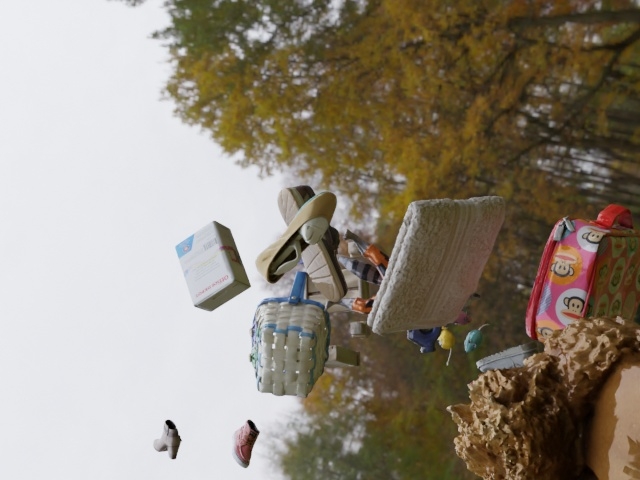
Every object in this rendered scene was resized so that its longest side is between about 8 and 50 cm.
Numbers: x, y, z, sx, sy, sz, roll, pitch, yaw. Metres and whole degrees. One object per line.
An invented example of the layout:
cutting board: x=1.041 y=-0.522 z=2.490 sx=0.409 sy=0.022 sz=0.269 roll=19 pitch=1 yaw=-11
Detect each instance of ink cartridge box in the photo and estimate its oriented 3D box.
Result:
ink cartridge box: x=-0.179 y=0.044 z=1.320 sx=0.052 sy=0.088 sz=0.122 roll=32 pitch=-150 yaw=-55

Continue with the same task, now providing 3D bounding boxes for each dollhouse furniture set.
dollhouse furniture set: x=0.020 y=0.205 z=2.440 sx=0.174 sy=0.303 sz=0.355 roll=32 pitch=-125 yaw=-61

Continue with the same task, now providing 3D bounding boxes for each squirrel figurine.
squirrel figurine: x=0.349 y=0.306 z=0.965 sx=0.370 sy=0.397 sz=0.281 roll=-55 pitch=-30 yaw=10

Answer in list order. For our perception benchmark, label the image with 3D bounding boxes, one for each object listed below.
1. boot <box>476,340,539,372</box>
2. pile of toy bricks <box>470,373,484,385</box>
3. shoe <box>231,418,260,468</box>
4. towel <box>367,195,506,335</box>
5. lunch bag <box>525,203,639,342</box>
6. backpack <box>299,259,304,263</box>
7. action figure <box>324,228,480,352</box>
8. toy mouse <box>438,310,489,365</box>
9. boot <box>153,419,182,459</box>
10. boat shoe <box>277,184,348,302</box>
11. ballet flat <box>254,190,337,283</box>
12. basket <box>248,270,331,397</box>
boot: x=0.428 y=0.333 z=1.694 sx=0.076 sy=0.189 sz=0.208 roll=-13 pitch=-102 yaw=-30
pile of toy bricks: x=0.372 y=0.324 z=1.466 sx=0.212 sy=0.105 sz=0.118 roll=64 pitch=-167 yaw=24
shoe: x=-0.235 y=0.640 z=2.524 sx=0.081 sy=0.063 sz=0.178 roll=-50 pitch=20 yaw=9
towel: x=0.197 y=0.048 z=1.369 sx=0.187 sy=0.049 sz=0.282 roll=-5 pitch=-51 yaw=-27
lunch bag: x=0.482 y=0.062 z=1.393 sx=0.293 sy=0.120 sz=0.258 roll=4 pitch=-79 yaw=-52
backpack: x=-0.036 y=0.014 z=2.083 sx=0.101 sy=0.120 sz=0.098 roll=-13 pitch=-82 yaw=-36
action figure: x=0.205 y=0.062 z=1.809 sx=0.178 sy=0.330 sz=0.341 roll=-54 pitch=-22 yaw=-84
toy mouse: x=0.353 y=0.215 z=1.946 sx=0.031 sy=0.143 sz=0.161 roll=99 pitch=158 yaw=-55
boot: x=-0.382 y=0.488 z=1.982 sx=0.042 sy=0.118 sz=0.087 roll=-8 pitch=-73 yaw=-41
boat shoe: x=0.000 y=0.000 z=1.818 sx=0.092 sy=0.285 sz=0.103 roll=-24 pitch=-7 yaw=-32
ballet flat: x=-0.039 y=0.001 z=1.619 sx=0.080 sy=0.073 sz=0.232 roll=24 pitch=-62 yaw=-43
basket: x=-0.074 y=0.239 z=2.009 sx=0.289 sy=0.201 sz=0.254 roll=-65 pitch=-19 yaw=-68
